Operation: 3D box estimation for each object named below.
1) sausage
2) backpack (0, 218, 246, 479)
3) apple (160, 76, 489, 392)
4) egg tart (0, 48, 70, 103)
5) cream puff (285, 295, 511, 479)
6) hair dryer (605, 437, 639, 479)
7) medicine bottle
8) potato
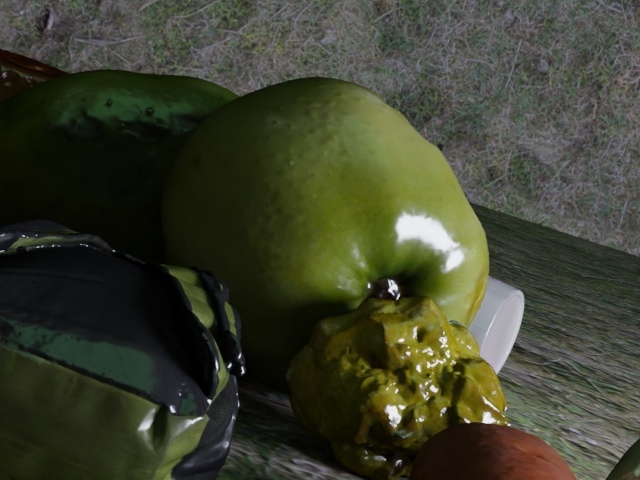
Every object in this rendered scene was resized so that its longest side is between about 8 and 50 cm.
[{"bbox_3d":[0.101,0.173,0.787,0.113,0.113,0.259,19,10,2],"label":"sausage"},{"bbox_3d":[-0.142,0.065,0.822,0.207,0.140,0.253,21,13,-2],"label":"backpack"},{"bbox_3d":[0.000,0.000,1.140,0.279,0.279,0.279,19,9,-3],"label":"apple"},{"bbox_3d":[-0.339,-0.122,1.507,0.202,0.147,0.202,20,10,-4],"label":"egg tart"},{"bbox_3d":[0.056,0.115,0.997,0.146,0.146,0.116,14,26,-28],"label":"cream puff"},{"bbox_3d":[0.284,0.241,0.856,0.298,0.119,0.296,36,21,20],"label":"hair dryer"},{"bbox_3d":[0.054,0.046,1.441,0.296,0.111,0.161,21,10,22],"label":"medicine bottle"},{"bbox_3d":[-0.172,-0.055,1.285,0.304,0.216,0.216,-3,20,-36],"label":"potato"}]
